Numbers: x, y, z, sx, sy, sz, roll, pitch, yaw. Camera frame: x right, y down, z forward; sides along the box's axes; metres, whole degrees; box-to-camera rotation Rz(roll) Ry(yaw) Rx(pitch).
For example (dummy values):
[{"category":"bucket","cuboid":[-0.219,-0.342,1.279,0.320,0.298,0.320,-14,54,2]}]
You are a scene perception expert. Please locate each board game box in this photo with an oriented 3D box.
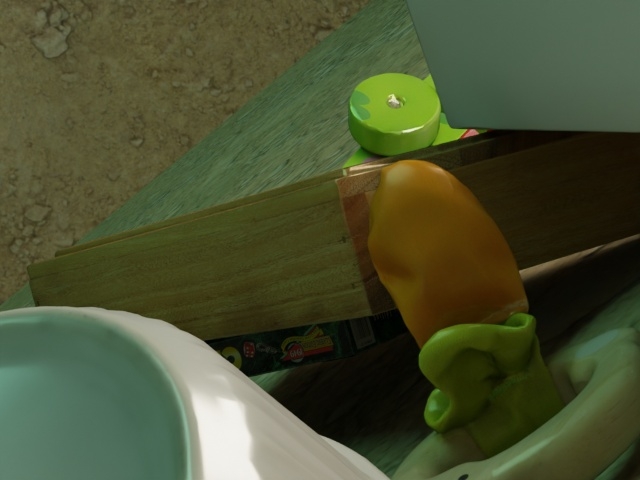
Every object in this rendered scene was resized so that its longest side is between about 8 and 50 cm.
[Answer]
[{"category":"board game box","cuboid":[-0.056,0.066,1.171,0.260,0.030,0.136,-14,0,34]}]

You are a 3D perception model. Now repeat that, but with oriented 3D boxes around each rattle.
[{"category":"rattle","cuboid":[0.048,0.062,0.765,0.130,0.142,0.200,-7,19,35]}]

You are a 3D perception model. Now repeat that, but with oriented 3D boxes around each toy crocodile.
[{"category":"toy crocodile","cuboid":[0.103,-0.086,1.448,0.340,0.105,0.115,-45,-30,-38]}]

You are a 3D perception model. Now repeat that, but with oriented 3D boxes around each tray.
[{"category":"tray","cuboid":[0.000,0.000,1.134,0.203,0.076,0.411,-16,2,-30]}]

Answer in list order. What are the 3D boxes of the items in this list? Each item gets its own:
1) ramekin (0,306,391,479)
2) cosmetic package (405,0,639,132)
[{"category":"ramekin","cuboid":[-0.096,0.140,0.592,0.273,0.127,0.273,-21,39,19]},{"category":"cosmetic package","cuboid":[0.232,-0.136,0.851,0.284,0.097,0.377,-21,10,-15]}]
